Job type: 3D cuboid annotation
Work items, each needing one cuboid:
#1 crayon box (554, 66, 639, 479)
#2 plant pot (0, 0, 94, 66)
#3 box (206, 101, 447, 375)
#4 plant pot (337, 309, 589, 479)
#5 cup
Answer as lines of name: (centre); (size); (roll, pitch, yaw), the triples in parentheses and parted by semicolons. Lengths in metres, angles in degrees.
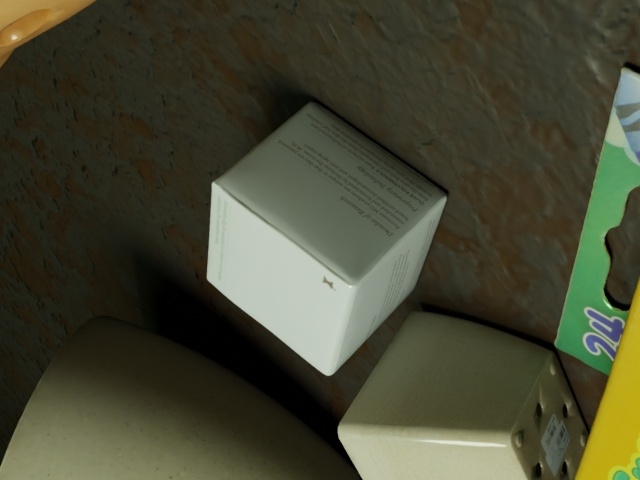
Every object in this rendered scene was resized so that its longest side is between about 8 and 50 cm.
crayon box: (0.230, 0.088, 0.420); (0.323, 0.083, 0.203); (30, 146, 26)
plant pot: (-0.193, -0.191, 0.448); (0.203, 0.291, 0.291); (-3, 126, 33)
box: (0.000, 0.000, 0.594); (0.102, 0.087, 0.101); (36, 148, 16)
plant pot: (0.092, 0.113, 0.607); (0.096, 0.109, 0.109); (-6, 123, 39)
cup: (-0.098, 0.244, 0.833); (0.237, 0.331, 0.331); (10, 141, 6)
